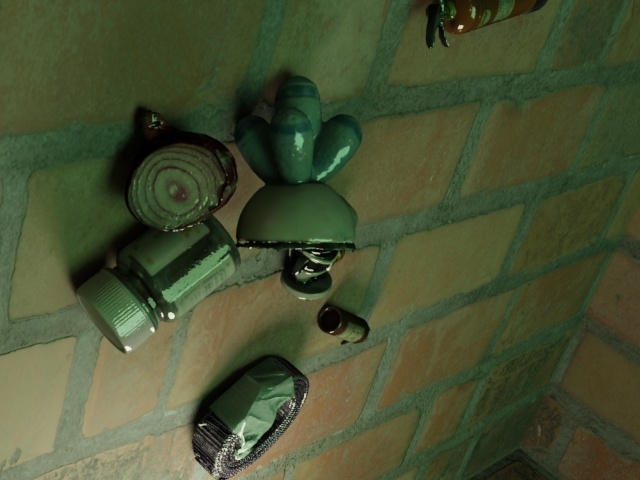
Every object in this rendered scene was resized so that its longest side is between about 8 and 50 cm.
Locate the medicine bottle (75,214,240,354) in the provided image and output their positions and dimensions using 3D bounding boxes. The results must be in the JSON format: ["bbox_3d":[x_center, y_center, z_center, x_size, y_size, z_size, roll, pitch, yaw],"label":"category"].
[{"bbox_3d":[-0.294,0.066,1.801,0.273,0.165,0.165,-38,146,-20],"label":"medicine bottle"}]

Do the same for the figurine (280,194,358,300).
[{"bbox_3d":[0.000,0.000,2.154,0.176,0.133,0.236,-34,147,-44],"label":"figurine"}]

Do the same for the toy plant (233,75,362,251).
[{"bbox_3d":[-0.044,-0.144,1.849,0.247,0.247,0.332,2,88,-53],"label":"toy plant"}]

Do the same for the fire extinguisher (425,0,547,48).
[{"bbox_3d":[0.332,-0.542,2.107,0.376,0.113,0.200,-27,98,-38],"label":"fire extinguisher"}]

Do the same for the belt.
[{"bbox_3d":[-0.163,0.423,2.369,0.325,0.122,0.260,-42,151,-20],"label":"belt"}]

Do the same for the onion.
[{"bbox_3d":[-0.252,-0.131,1.697,0.195,0.218,0.140,-26,-168,11],"label":"onion"}]

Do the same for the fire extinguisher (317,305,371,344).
[{"bbox_3d":[0.062,0.228,2.529,0.099,0.071,0.231,-30,154,16],"label":"fire extinguisher"}]
